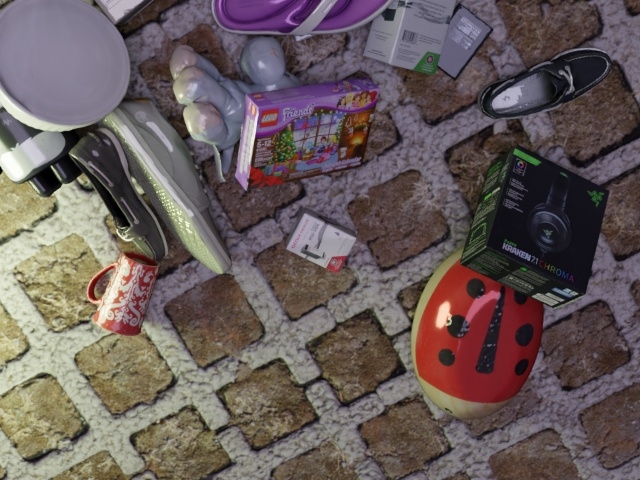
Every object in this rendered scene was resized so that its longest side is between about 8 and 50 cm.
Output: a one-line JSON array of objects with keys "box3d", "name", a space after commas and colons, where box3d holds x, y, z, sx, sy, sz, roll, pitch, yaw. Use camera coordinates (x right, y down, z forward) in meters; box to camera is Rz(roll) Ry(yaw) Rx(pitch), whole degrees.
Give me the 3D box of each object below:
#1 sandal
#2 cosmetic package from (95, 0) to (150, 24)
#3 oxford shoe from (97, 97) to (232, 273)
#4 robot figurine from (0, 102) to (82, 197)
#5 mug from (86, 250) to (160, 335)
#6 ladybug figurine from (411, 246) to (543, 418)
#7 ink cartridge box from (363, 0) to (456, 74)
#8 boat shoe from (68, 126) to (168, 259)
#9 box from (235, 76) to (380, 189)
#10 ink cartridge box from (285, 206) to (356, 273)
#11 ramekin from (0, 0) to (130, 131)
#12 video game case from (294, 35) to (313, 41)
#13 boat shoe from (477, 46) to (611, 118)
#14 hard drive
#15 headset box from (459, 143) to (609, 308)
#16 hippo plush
[{"box3d": [-0.036, -0.489, 1.687, 0.416, 0.102, 0.169, -9, 103, 21], "name": "sandal"}, {"box3d": [-0.446, -0.599, 1.685, 0.153, 0.129, 0.296, -35, 103, 6], "name": "cosmetic package"}, {"box3d": [-0.309, -0.123, 1.822, 0.130, 0.169, 0.449, -41, 108, -28], "name": "oxford shoe"}, {"box3d": [-0.621, -0.231, 1.763, 0.209, 0.173, 0.278, -41, 106, -27], "name": "robot figurine"}, {"box3d": [-0.451, 0.111, 1.895, 0.150, 0.113, 0.169, 21, 101, -9], "name": "mug"}, {"box3d": [0.369, 0.219, 1.925, 0.305, 0.162, 0.449, 5, 105, -3], "name": "ladybug figurine"}, {"box3d": [0.192, -0.463, 1.732, 0.153, 0.087, 0.208, 2, 110, -44], "name": "ink cartridge box"}, {"box3d": [-0.439, -0.081, 1.806, 0.095, 0.112, 0.335, -40, 126, -30], "name": "boat shoe"}, {"box3d": [-0.027, -0.223, 1.735, 0.293, 0.057, 0.201, -15, 135, -30], "name": "box"}, {"box3d": [0.000, 0.000, 1.905, 0.135, 0.056, 0.099, 25, 104, -9], "name": "ink cartridge box"}, {"box3d": [-0.527, -0.341, 1.656, 0.273, 0.127, 0.273, 5, 79, -29], "name": "ramekin"}, {"box3d": [0.015, -0.549, 1.770, 0.212, 0.023, 0.193, -19, 105, 4], "name": "video game case"}, {"box3d": [0.495, -0.333, 1.812, 0.302, 0.091, 0.114, -24, 105, 5], "name": "boat shoe"}, {"box3d": [0.297, -0.430, 1.813, 0.094, 0.022, 0.135, 34, 101, -11], "name": "hard drive"}, {"box3d": [0.470, -0.037, 1.816, 0.246, 0.131, 0.283, 26, 66, -8], "name": "headset box"}, {"box3d": [-0.155, -0.292, 1.727, 0.237, 0.234, 0.294, -20, 105, 4], "name": "hippo plush"}]
